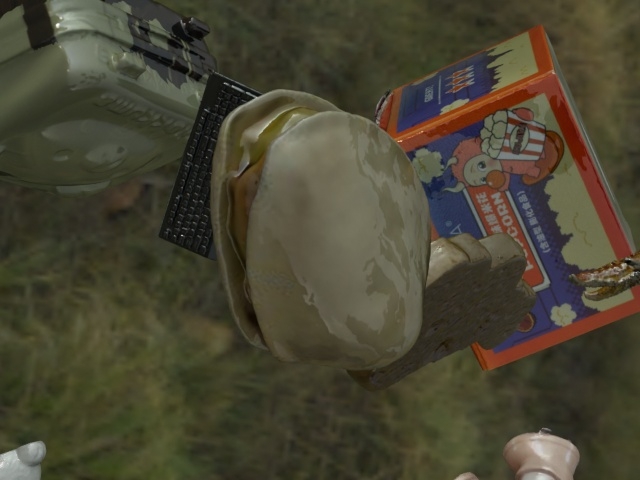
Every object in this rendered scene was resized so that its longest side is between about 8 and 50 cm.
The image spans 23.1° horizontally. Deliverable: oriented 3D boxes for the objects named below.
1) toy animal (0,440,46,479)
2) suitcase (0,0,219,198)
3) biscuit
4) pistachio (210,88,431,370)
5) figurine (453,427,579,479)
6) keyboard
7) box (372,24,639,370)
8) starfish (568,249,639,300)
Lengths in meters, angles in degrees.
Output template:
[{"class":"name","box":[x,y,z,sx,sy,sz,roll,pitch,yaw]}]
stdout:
[{"class":"toy animal","box":[-0.279,0.295,1.477,0.127,0.131,0.182,-16,75,-40]},{"class":"suitcase","box":[-0.311,-0.156,1.828,0.351,0.339,0.194,19,53,-63]},{"class":"biscuit","box":[0.117,0.063,1.422,0.183,0.047,0.319,-46,157,23]},{"class":"pistachio","box":[0.000,0.000,1.013,0.152,0.126,0.223,-44,135,-13]},{"class":"figurine","box":[0.145,0.260,1.042,0.200,0.133,0.276,75,6,-47]},{"class":"keyboard","box":[-0.111,-0.074,1.627,0.015,0.074,0.196,-42,156,-63]},{"class":"box","box":[0.258,-0.065,2.131,0.349,0.256,0.318,64,14,-16]},{"class":"starfish","box":[0.359,0.022,1.635,0.227,0.240,0.043,-1,71,-36]}]
